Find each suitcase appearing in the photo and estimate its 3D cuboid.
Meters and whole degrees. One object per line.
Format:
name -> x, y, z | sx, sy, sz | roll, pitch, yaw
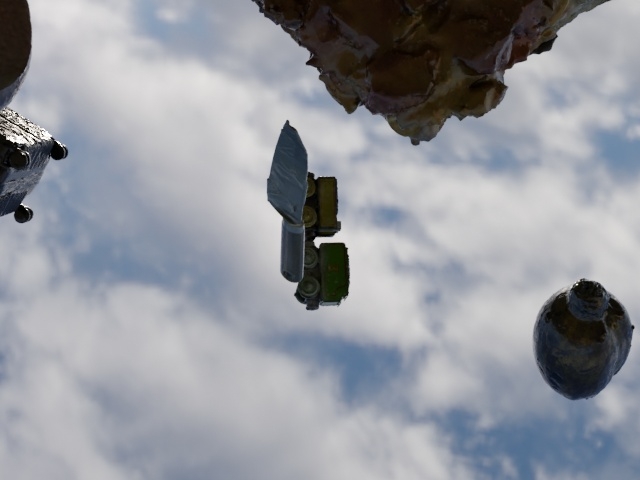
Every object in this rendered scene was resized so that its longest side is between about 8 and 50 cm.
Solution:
suitcase -> -0.579, -0.161, 2.011 | 0.335, 0.152, 0.229 | 32, -171, 1

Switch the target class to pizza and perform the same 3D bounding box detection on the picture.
pizza -> 0.077, -0.229, 1.166 | 0.408, 0.278, 0.114 | 10, 176, -3

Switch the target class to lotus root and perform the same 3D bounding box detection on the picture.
lotus root -> 0.310, 0.116, 1.595 | 0.120, 0.209, 0.120 | -4, -130, 4

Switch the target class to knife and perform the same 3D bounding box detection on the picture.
knife -> -0.033, -0.031, 1.283 | 0.047, 0.298, 0.017 | 37, -112, 14

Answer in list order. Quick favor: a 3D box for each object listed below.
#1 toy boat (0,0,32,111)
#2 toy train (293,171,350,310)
toy boat -> -0.365, -0.204, 1.307 | 0.155, 0.085, 0.227 | 13, -128, -37
toy train -> 0.000, 0.000, 1.912 | 0.081, 0.060, 0.202 | -1, -101, -7
